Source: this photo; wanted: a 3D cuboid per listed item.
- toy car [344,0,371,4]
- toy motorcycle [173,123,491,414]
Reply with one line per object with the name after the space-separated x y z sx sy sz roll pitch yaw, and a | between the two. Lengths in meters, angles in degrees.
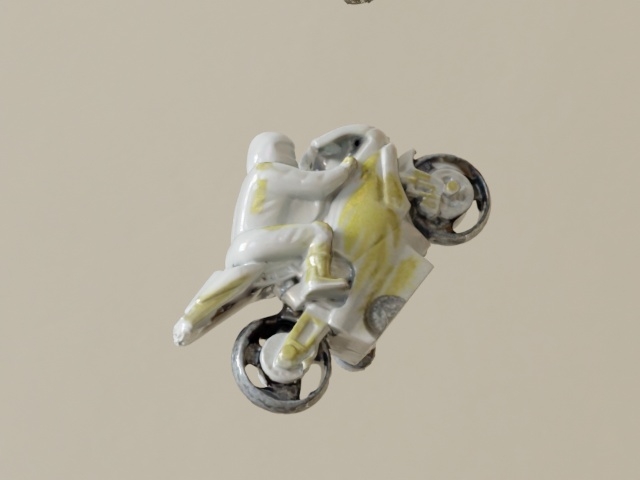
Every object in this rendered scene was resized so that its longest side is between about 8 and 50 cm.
-0.019 -0.201 1.194 0.098 0.161 0.126 -24 -109 -2 | toy car
0.000 0.000 1.209 0.151 0.074 0.228 44 -115 4 | toy motorcycle
